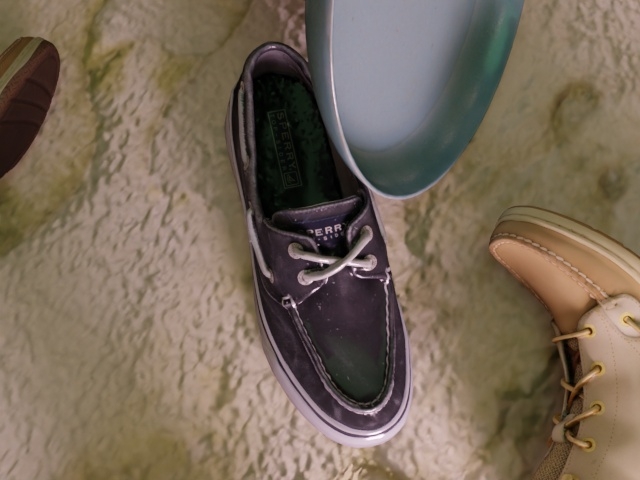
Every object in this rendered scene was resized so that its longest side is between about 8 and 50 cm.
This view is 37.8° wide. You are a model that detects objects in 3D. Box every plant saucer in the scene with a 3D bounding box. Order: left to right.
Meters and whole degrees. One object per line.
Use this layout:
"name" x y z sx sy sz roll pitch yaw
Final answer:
"plant saucer" 0.074 -0.187 0.652 0.044 0.317 0.317 19 72 27

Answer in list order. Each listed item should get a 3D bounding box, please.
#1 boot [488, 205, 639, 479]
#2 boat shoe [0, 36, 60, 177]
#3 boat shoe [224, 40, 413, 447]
"boot" 0.187 0.120 0.680 0.262 0.095 0.203 42 76 0
"boat shoe" -0.264 -0.076 0.688 0.072 0.068 0.190 24 74 11
"boat shoe" 0.000 0.000 0.679 0.108 0.102 0.301 -11 77 -10
